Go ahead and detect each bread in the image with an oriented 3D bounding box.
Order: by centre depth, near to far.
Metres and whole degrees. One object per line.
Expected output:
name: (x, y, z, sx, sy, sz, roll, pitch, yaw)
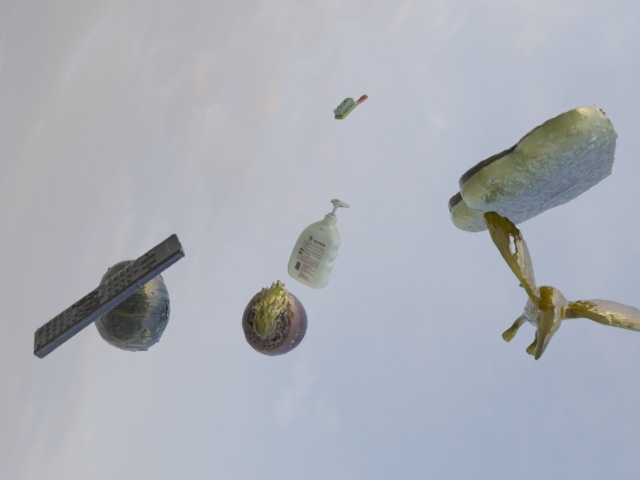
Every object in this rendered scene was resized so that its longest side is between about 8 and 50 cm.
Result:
bread: (0.255, -0.068, 0.740, 0.207, 0.286, 0.056, -30, -109, 21)

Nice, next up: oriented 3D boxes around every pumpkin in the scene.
pumpkin: (-0.382, 0.134, 1.230, 0.190, 0.146, 0.190, -46, -146, 46)

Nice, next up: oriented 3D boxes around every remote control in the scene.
remote control: (-0.292, 0.075, 0.837, 0.245, 0.025, 0.063, -35, -152, -3)

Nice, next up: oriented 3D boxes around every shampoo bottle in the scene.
shampoo bottle: (0.000, 0.000, 0.994, 0.077, 0.045, 0.152, 26, -69, 13)

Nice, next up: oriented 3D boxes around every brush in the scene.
brush: (0.050, -0.218, 0.961, 0.018, 0.021, 0.083, 9, -140, 39)

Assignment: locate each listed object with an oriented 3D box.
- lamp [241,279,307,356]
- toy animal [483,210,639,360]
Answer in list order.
lamp: (-0.110, 0.190, 1.397, 0.156, 0.157, 0.135, -42, 176, 6)
toy animal: (0.234, 0.083, 0.626, 0.155, 0.219, 0.095, -52, 167, -36)
